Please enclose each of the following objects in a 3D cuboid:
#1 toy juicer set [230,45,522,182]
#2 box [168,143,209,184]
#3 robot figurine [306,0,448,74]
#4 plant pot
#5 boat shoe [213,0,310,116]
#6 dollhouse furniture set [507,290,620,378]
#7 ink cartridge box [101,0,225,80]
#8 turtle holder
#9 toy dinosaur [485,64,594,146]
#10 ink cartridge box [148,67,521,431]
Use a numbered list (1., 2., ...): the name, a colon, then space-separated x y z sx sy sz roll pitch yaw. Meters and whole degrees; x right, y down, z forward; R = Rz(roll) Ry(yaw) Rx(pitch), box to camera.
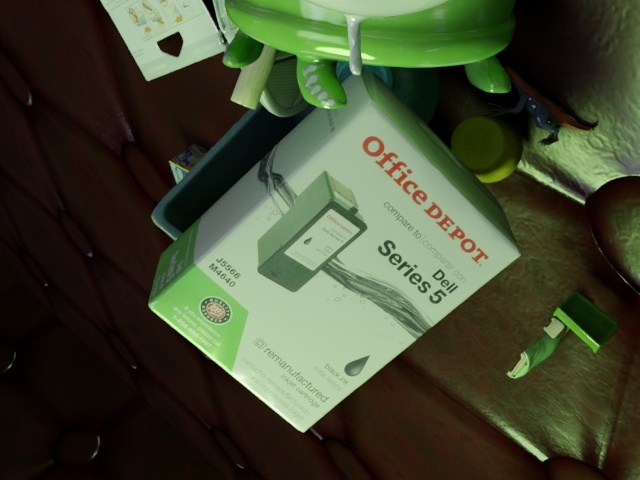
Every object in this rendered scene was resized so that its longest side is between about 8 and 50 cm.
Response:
1. toy juicer set: 0.031 -0.133 0.962 0.329 0.209 0.089 46 -165 14
2. box: -0.165 -0.094 1.458 0.169 0.059 0.054 29 147 39
3. robot figurine: 0.052 -0.274 0.496 0.300 0.200 0.353 42 118 26
4. plant pot: 0.000 0.000 1.125 0.248 0.247 0.252 35 167 32
5. boat shoe: -0.073 -0.293 1.008 0.103 0.118 0.320 25 140 53
6. dollhouse furniture set: 0.268 0.115 1.000 0.058 0.076 0.151 44 152 18
7. ink cartridge box: -0.223 -0.351 1.231 0.275 0.060 0.238 0 124 58
8. turtle holder: 0.038 -0.262 0.773 0.320 0.244 0.227 -104 15 -63
9. toy dinosaur: 0.203 -0.131 0.864 0.090 0.047 0.082 -16 100 23
10. ink cartridge box: 0.011 0.011 0.840 0.198 0.273 0.114 43 -163 -18
